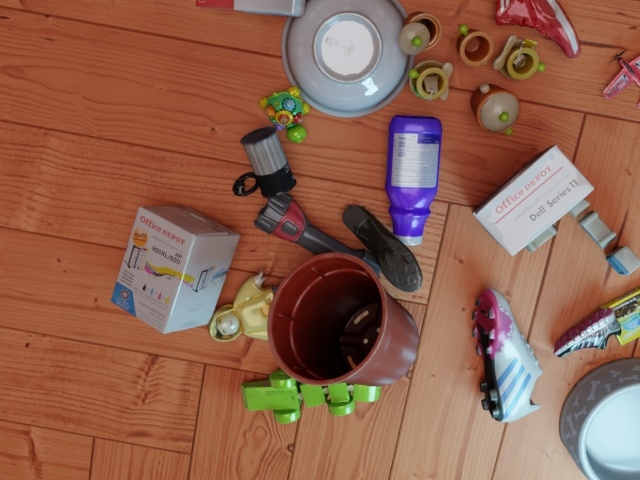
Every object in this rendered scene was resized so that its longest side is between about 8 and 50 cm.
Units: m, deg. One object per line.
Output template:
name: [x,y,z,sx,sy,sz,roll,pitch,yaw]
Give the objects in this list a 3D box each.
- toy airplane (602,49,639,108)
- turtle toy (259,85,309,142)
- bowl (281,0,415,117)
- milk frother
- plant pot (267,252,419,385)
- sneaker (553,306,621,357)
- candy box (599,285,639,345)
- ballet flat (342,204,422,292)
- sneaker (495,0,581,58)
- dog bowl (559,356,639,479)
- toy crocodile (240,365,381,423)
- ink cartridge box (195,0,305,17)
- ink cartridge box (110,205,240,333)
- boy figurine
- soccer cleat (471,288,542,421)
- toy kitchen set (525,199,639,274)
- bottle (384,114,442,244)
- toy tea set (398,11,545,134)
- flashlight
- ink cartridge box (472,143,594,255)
toy airplane: [0.688,-0.347,1.617,0.151,0.028,0.151,1,105,3]
turtle toy: [-0.072,-0.272,1.640,0.095,0.066,0.130,-18,133,19]
bowl: [0.058,-0.405,1.579,0.297,0.134,0.298,0,103,2]
milk frother: [-0.143,-0.168,1.641,0.143,0.129,0.135,-21,117,0]
plant pot: [0.071,0.195,1.598,0.272,0.265,0.272,-11,66,27]
sneaker: [0.621,0.229,1.729,0.170,0.063,0.075,-40,96,20]
candy box: [0.765,0.151,1.732,0.206,0.027,0.105,-30,102,9]
ballet flat: [0.142,0.016,1.670,0.084,0.058,0.250,-48,68,13]
sneaker: [0.449,-0.461,1.585,0.128,0.087,0.221,-30,88,17]
dog bowl: [0.751,0.456,1.767,0.348,0.102,0.349,1,104,3]
toy crocodile: [-0.022,0.355,1.787,0.340,0.105,0.115,-9,103,9]
ink cartridge box: [-0.148,-0.620,1.529,0.261,0.066,0.296,10,103,19]
ink cartridge box: [-0.321,0.057,1.661,0.171,0.168,0.233,26,104,25]
boy figurine: [-0.134,0.158,1.743,0.285,0.092,0.177,-14,107,3]
soccer cleat: [0.440,0.261,1.742,0.143,0.116,0.331,-10,105,-11]
toy kitchen set: [0.579,0.024,1.684,0.166,0.122,0.207,-41,78,11]
bottle: [0.202,-0.133,1.657,0.118,0.092,0.283,2,104,0]
toy tea set: [0.303,-0.345,1.543,0.336,0.124,0.200,14,116,-16]
flashlight: [0.000,0.000,1.700,0.304,0.103,0.103,31,65,-9]
ink cartridge box: [0.422,-0.080,1.518,0.207,0.353,0.119,-42,85,11]
